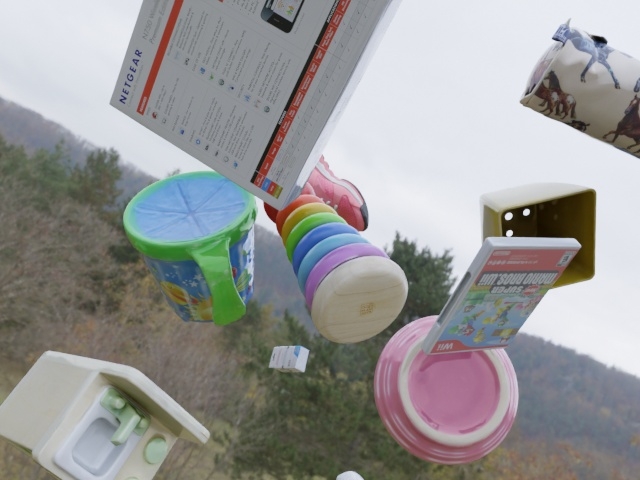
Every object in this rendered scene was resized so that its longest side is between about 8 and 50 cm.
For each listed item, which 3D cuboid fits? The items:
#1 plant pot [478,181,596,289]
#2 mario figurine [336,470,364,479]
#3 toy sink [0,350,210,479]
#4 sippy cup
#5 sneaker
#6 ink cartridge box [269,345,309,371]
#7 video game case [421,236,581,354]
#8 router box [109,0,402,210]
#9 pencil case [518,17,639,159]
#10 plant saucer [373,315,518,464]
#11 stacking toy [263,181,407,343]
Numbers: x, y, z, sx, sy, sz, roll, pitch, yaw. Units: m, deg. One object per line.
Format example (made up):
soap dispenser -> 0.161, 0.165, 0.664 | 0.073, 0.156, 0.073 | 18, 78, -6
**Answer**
plant pot -> 0.459, -0.024, 1.357 | 0.212, 0.212, 0.187 | -13, 24, -5
mario figurine -> 0.035, 0.470, 0.906 | 0.170, 0.198, 0.320 | 39, -25, 3
toy sink -> -0.282, 0.244, 0.770 | 0.234, 0.131, 0.153 | -2, -44, 42
sippy cup -> -0.220, 0.024, 1.137 | 0.240, 0.305, 0.224 | 3, -52, 12
sneaker -> -0.008, -0.121, 1.594 | 0.314, 0.136, 0.116 | 47, -25, 15
ink cartridge box -> -0.066, 0.246, 1.273 | 0.083, 0.048, 0.028 | -10, -34, 44
video game case -> 0.327, 0.107, 1.134 | 0.204, 0.285, 0.025 | 0, 42, -25
router box -> -0.096, -0.260, 0.832 | 0.301, 0.335, 0.082 | 33, 26, 5
pencil case -> 0.591, -0.252, 1.129 | 0.410, 0.183, 0.160 | 27, 8, 9
plant saucer -> 0.289, 0.328, 1.373 | 0.332, 0.332, 0.084 | 25, -18, 3
stacking toy -> 0.000, 0.000, 0.940 | 0.141, 0.141, 0.330 | 33, 16, -39
